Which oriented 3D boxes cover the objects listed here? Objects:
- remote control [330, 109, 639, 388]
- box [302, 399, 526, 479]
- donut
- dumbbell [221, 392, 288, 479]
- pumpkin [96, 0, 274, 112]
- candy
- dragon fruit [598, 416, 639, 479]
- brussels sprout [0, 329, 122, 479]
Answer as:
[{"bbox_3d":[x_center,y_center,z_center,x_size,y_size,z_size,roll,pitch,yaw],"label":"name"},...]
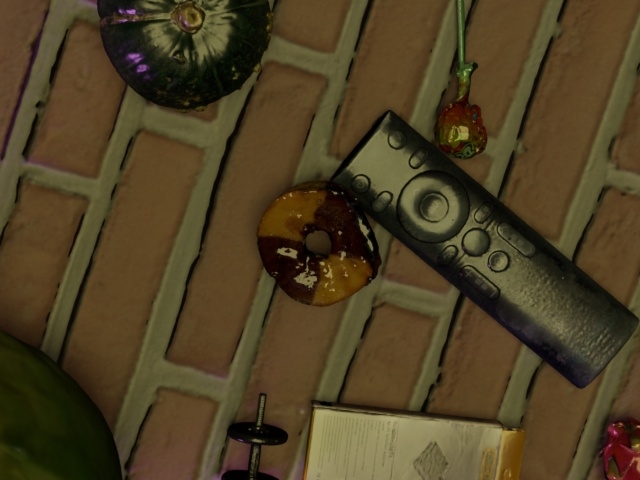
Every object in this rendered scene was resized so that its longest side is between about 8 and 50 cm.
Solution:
[{"bbox_3d":[0.186,0.013,1.766,0.377,0.044,0.107,40,89,-10],"label":"remote control"},{"bbox_3d":[0.102,0.258,1.794,0.247,0.033,0.129,8,96,-7],"label":"box"},{"bbox_3d":[0.000,0.000,1.723,0.140,0.059,0.140,2,111,4],"label":"donut"},{"bbox_3d":[-0.073,0.241,1.753,0.069,0.069,0.147,7,97,-7],"label":"dumbbell"},{"bbox_3d":[-0.141,-0.232,1.644,0.190,0.146,0.190,-8,119,-16],"label":"pumpkin"},{"bbox_3d":[0.154,-0.189,1.738,0.060,0.060,0.201,0,90,-6],"label":"candy"},{"bbox_3d":[0.361,0.262,1.800,0.086,0.081,0.116,-4,97,-16],"label":"dragon fruit"},{"bbox_3d":[-0.365,0.250,1.615,0.276,0.315,0.371,-37,73,23],"label":"brussels sprout"}]
